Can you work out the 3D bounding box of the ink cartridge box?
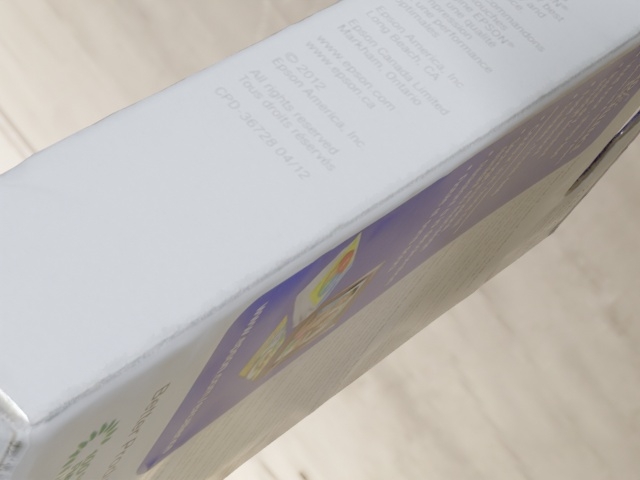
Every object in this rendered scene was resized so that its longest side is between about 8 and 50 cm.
[{"bbox_3d":[0.000,0.000,0.528,0.069,0.371,0.176,47,-45,13],"label":"ink cartridge box"}]
